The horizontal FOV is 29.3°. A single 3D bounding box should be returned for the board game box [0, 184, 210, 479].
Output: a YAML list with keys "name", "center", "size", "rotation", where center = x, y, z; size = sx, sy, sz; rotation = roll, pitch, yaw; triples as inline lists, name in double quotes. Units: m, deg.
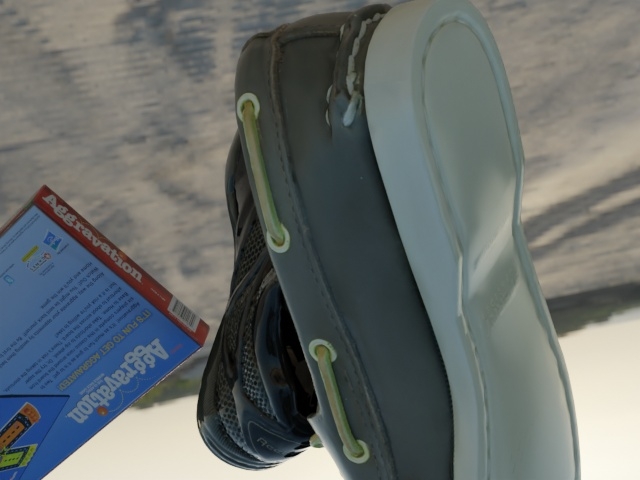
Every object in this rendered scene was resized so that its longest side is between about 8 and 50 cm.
- name: "board game box"
  center: [-0.221, 0.096, 0.839]
  size: [0.281, 0.145, 0.027]
  rotation: [-39, -163, 26]

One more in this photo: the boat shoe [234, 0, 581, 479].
- name: "boat shoe"
  center: [0.041, 0.051, 0.507]
  size: [0.091, 0.305, 0.109]
  rotation: [0, -154, 31]

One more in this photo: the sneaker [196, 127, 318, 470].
- name: "sneaker"
  center: [0.000, 0.000, 0.640]
  size: [0.087, 0.227, 0.130]
  rotation: [20, 155, -23]
